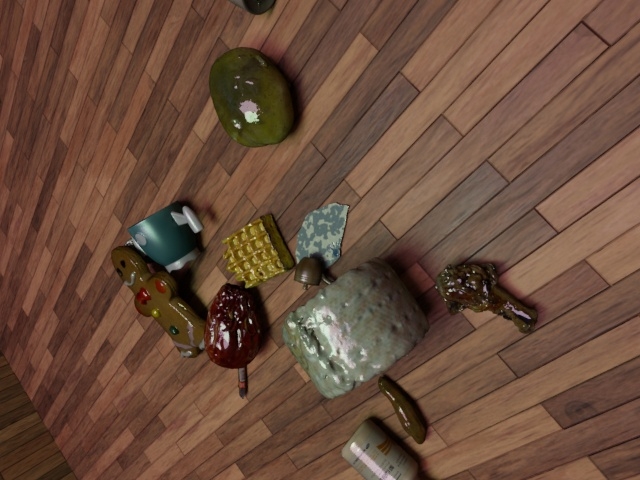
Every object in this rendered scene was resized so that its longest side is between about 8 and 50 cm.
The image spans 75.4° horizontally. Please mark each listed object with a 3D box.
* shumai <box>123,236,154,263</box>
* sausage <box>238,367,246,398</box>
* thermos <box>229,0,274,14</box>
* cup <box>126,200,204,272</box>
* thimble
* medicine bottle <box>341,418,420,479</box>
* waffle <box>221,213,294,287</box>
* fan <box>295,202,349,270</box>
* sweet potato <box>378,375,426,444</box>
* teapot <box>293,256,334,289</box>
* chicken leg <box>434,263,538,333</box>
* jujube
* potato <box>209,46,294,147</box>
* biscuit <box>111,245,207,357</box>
[{"bbox_3d":[-0.572,0.019,1.354,0.087,0.124,0.099,-132,45,-65],"label":"shumai"},{"bbox_3d":[-0.243,0.398,1.273,0.025,0.028,0.198,20,116,56],"label":"sausage"},{"bbox_3d":[-0.188,-0.611,0.940,0.193,0.105,0.137,38,94,26],"label":"thermos"},{"bbox_3d":[-0.446,-0.004,1.218,0.300,0.167,0.173,-18,108,35],"label":"cup"},{"bbox_3d":[0.066,0.187,0.868,0.195,0.291,0.291,52,123,11],"label":"thimble"},{"bbox_3d":[0.175,0.561,1.002,0.252,0.114,0.114,38,120,18],"label":"medicine bottle"},{"bbox_3d":[-0.184,0.044,1.125,0.211,0.055,0.160,-28,87,34],"label":"waffle"},{"bbox_3d":[0.000,0.000,1.026,0.131,0.009,0.240,38,120,19],"label":"fan"},{"bbox_3d":[0.198,0.401,0.983,0.053,0.054,0.182,-38,79,24],"label":"sweet potato"},{"bbox_3d":[-0.008,0.087,1.025,0.110,0.085,0.080,13,87,0],"label":"teapot"},{"bbox_3d":[0.326,0.107,0.818,0.196,0.080,0.125,10,118,22],"label":"chicken leg"},{"bbox_3d":[-0.241,0.238,1.162,0.168,0.168,0.236,9,97,30],"label":"jujube"},{"bbox_3d":[-0.163,-0.330,0.962,0.197,0.148,0.228,-8,96,19],"label":"potato"},{"bbox_3d":[-0.511,0.200,1.296,0.432,0.064,0.283,50,134,-6],"label":"biscuit"}]
